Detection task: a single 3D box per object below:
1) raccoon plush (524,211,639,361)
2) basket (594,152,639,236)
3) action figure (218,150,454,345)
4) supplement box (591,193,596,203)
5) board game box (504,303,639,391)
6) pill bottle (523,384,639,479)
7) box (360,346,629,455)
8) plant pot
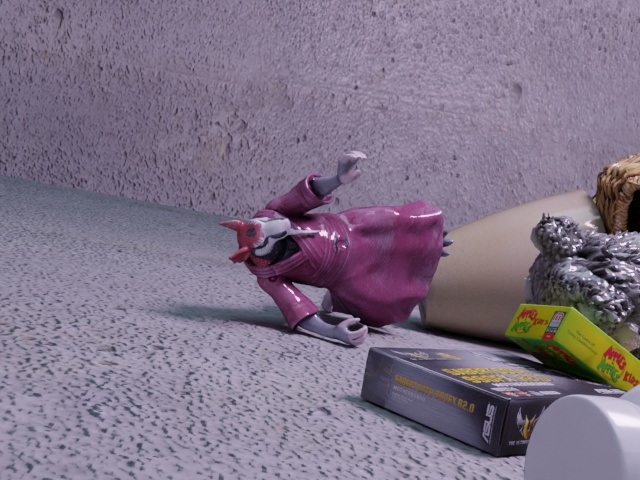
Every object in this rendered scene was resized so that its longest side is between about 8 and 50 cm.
[{"bbox_3d":[0.432,0.002,1.266,0.216,0.446,0.299,39,-9,37],"label":"raccoon plush"},{"bbox_3d":[0.546,0.015,1.500,0.213,0.299,0.223,-22,16,-4],"label":"basket"},{"bbox_3d":[0.000,0.000,1.415,0.370,0.248,0.275,11,2,-40],"label":"action figure"},{"bbox_3d":[0.604,0.026,1.920,0.194,0.195,0.356,37,22,-5],"label":"supplement box"},{"bbox_3d":[0.301,0.137,1.127,0.181,0.043,0.092,36,-16,-20],"label":"board game box"},{"bbox_3d":[0.261,0.161,0.654,0.245,0.136,0.136,9,4,-22],"label":"pill bottle"},{"bbox_3d":[0.186,0.159,1.040,0.231,0.056,0.183,7,6,-42],"label":"box"},{"bbox_3d":[0.294,0.061,1.625,0.273,0.257,0.256,-6,5,-2],"label":"plant pot"}]
